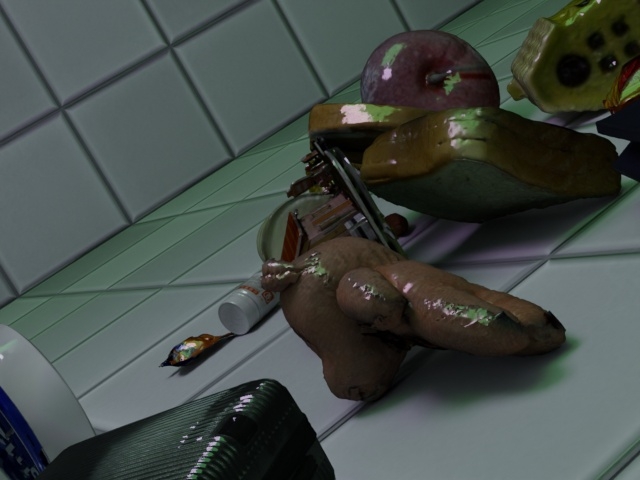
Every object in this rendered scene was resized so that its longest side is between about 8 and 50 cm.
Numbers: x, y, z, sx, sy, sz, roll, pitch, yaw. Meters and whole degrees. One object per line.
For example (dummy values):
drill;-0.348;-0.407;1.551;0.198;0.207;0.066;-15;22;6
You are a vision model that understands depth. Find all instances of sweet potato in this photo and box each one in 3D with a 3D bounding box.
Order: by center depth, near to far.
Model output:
sweet potato;0.108;-0.024;1.759;0.034;0.034;0.095;-31;12;-8

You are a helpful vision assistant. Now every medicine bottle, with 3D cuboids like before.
medicine bottle;-0.099;0.089;1.717;0.057;0.057;0.089;-19;16;43

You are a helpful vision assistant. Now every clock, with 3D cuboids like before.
clock;-0.335;0.205;1.354;0.083;0.230;0.230;-36;13;-29

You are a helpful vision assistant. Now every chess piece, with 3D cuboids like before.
chess piece;-0.032;0.002;1.753;0.144;0.144;0.251;-32;7;-9

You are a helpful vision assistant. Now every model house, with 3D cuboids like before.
model house;0.000;0.001;1.489;0.154;0.207;0.294;-33;11;0
model house;0.402;-0.274;1.842;0.234;0.175;0.193;-38;10;10

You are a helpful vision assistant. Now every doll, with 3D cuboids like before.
doll;0.084;0.092;1.142;0.201;0.156;0.303;13;3;-40

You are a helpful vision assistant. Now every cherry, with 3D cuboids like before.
cherry;0.182;-0.246;2.039;0.213;0.236;0.285;-46;2;-8

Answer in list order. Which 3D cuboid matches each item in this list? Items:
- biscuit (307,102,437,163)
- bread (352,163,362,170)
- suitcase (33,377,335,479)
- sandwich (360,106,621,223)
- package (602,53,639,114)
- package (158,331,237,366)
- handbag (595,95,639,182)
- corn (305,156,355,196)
biscuit;0.104;-0.129;1.674;0.287;0.057;0.344;6;-4;30
bread;0.103;-0.166;2.283;0.077;0.084;0.367;12;8;-10
suitcase;-0.152;0.238;1.018;0.312;0.128;0.202;-22;14;30
sandwich;0.193;-0.083;1.435;0.251;0.226;0.087;-13;64;59
package;0.460;-0.212;1.530;0.223;0.108;0.288;-32;3;18
package;-0.178;0.151;1.705;0.110;0.033;0.077;-33;1;-40
handbag;0.466;-0.156;1.235;0.325;0.118;0.269;-30;18;-5
corn;0.021;-0.099;2.161;0.097;0.097;0.320;-29;12;5
